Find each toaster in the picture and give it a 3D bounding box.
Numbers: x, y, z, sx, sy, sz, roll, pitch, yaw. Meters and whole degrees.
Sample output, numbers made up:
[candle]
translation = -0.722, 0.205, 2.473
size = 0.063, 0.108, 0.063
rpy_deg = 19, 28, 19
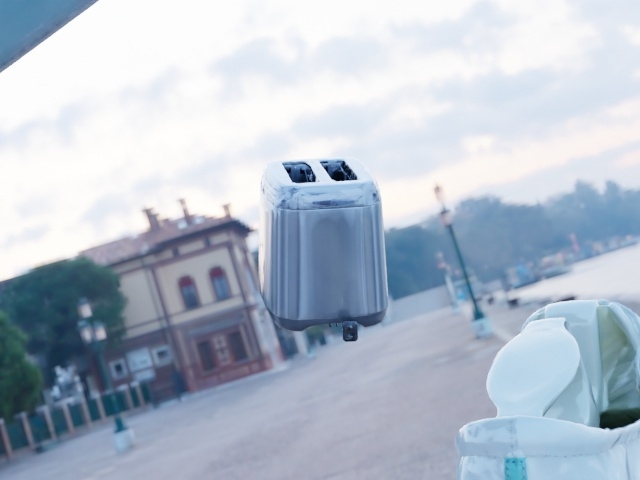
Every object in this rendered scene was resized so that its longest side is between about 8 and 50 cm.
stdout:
[toaster]
translation = 0.000, 0.000, 1.188
size = 0.129, 0.147, 0.227
rpy_deg = -4, 15, -6

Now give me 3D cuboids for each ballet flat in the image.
[ballet flat]
translation = 0.164, 0.103, 0.725
size = 0.139, 0.139, 0.400
rpy_deg = -19, 2, 22

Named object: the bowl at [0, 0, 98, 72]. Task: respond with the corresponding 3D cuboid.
[bowl]
translation = -0.121, -0.199, 0.528
size = 0.311, 0.163, 0.311
rpy_deg = -33, 18, 12
